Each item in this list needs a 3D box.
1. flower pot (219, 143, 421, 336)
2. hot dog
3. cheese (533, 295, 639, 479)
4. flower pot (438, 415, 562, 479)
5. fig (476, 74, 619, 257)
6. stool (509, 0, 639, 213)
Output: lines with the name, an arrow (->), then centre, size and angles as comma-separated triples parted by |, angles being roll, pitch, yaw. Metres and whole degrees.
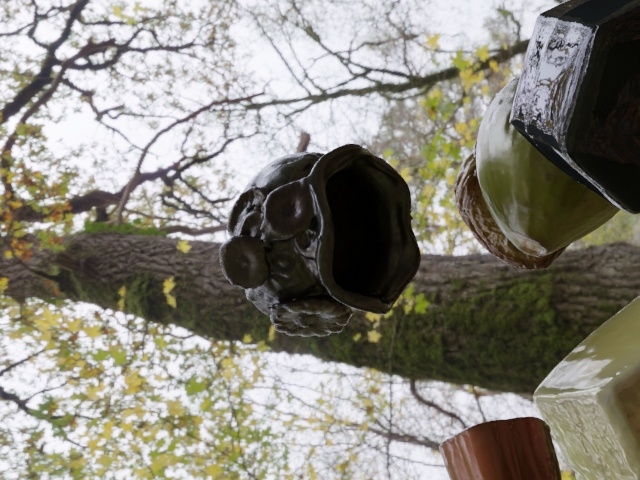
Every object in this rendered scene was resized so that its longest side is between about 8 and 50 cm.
flower pot -> 0.000, 0.000, 0.980 | 0.301, 0.213, 0.302 | 12, -106, -49
hot dog -> 0.337, -0.075, 1.111 | 0.175, 0.114, 0.259 | -44, -74, -3
cheese -> 0.357, 0.180, 0.560 | 0.242, 0.124, 0.266 | -32, -86, -22
flower pot -> 0.301, 0.399, 0.997 | 0.190, 0.190, 0.173 | 40, -146, -47
fig -> 0.340, -0.108, 0.882 | 0.239, 0.239, 0.271 | 25, -104, -53
stool -> 0.325, -0.157, 0.643 | 0.141, 0.232, 0.232 | -110, -6, -63
